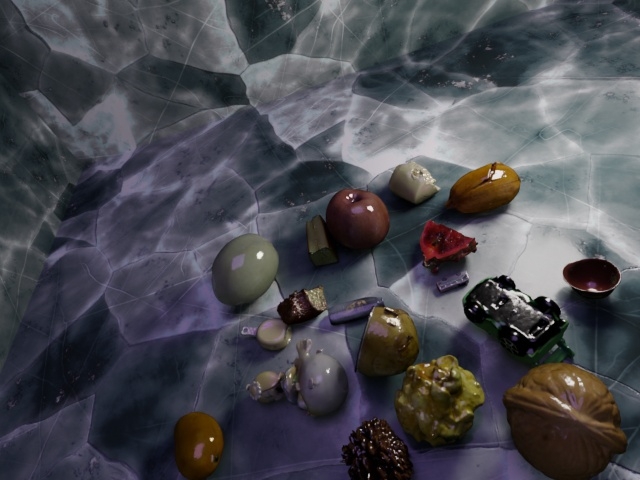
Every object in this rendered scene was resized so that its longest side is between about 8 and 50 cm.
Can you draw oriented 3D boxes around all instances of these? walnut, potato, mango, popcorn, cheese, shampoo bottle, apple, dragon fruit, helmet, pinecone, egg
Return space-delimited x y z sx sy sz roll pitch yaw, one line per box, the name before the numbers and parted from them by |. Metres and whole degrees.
walnut | 0.716 -0.223 1.822 0.336 0.209 0.209 -24 46 9
potato | 0.241 0.373 1.434 0.196 0.300 0.247 19 68 13
mango | -0.436 0.719 1.459 0.175 0.139 0.254 -27 40 -9
popcorn | 0.372 0.505 1.301 0.286 0.252 0.215 -27 2 -10
cheese | -0.234 0.391 1.721 0.227 0.064 0.137 1 48 20
shampoo bottle | 0.148 0.286 1.681 0.233 0.049 0.087 -16 49 6
walnut | 0.663 0.492 1.121 0.332 0.333 0.333 -10 48 12
apple | 0.171 -0.105 1.874 0.305 0.235 0.306 -5 37 4
dragon fruit | 0.514 0.046 1.717 0.211 0.134 0.262 -43 33 -3
helmet | 0.964 0.151 1.460 0.175 0.106 0.155 0 48 27
pinecone | 0.167 0.666 1.245 0.221 0.221 0.222 -10 48 12
egg | -0.351 0.141 1.836 0.278 0.278 0.336 20 57 33

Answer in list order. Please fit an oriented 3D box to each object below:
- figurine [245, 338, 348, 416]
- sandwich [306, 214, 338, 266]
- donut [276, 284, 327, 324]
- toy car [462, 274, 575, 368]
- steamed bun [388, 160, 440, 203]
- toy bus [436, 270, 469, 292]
figurine | -0.094 0.505 1.496 0.394 0.226 0.275 -17 59 24
sandwich | 0.000 0.000 1.937 0.122 0.128 0.236 -18 46 10
donut | -0.069 0.281 1.731 0.186 0.144 0.126 2 43 -34
toy car | 0.675 0.286 1.411 0.213 0.176 0.358 -38 45 -15
steamed bun | 0.462 -0.294 1.992 0.200 0.170 0.225 -37 49 -20
toy bus | 0.536 0.169 1.649 0.130 0.037 0.052 -21 49 3
